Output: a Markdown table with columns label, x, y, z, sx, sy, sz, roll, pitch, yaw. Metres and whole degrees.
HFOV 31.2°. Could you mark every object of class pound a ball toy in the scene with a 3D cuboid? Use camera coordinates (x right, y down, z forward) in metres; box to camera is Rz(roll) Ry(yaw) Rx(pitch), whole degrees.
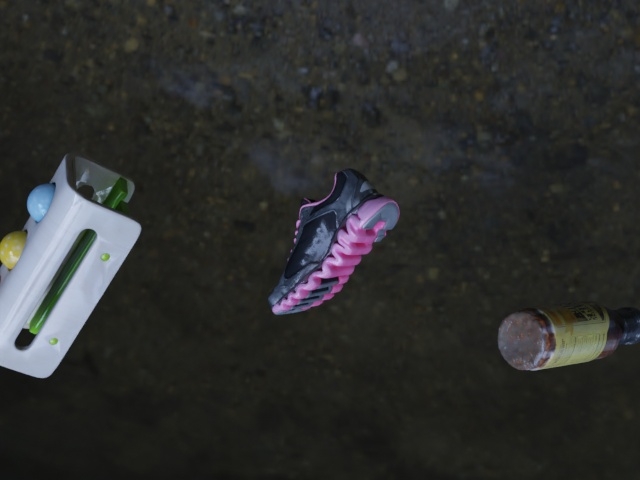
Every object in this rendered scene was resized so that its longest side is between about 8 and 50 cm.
| label | x | y | z | sx | sy | sz | roll | pitch | yaw |
| --- | --- | --- | --- | --- | --- | --- | --- | --- | --- |
| pound a ball toy | -0.380 | 0.027 | 1.551 | 0.136 | 0.208 | 0.319 | 25 | 113 | -26 |

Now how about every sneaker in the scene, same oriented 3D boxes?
| label | x | y | z | sx | sy | sz | roll | pitch | yaw |
| --- | --- | --- | --- | --- | --- | --- | --- | --- | --- |
| sneaker | 0.000 | 0.000 | 0.775 | 0.119 | 0.057 | 0.047 | -48 | 156 | 23 |

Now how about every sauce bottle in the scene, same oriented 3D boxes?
| label | x | y | z | sx | sy | sz | roll | pitch | yaw |
| --- | --- | --- | --- | --- | --- | --- | --- | --- | --- |
| sauce bottle | 0.171 | 0.061 | 0.760 | 0.128 | 0.042 | 0.042 | -3 | 152 | -45 |
